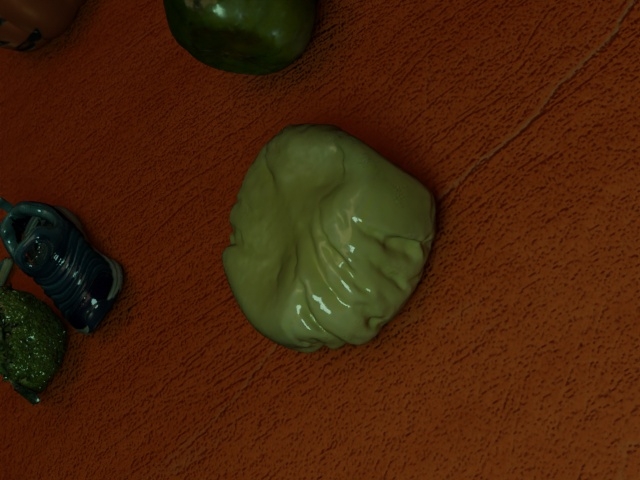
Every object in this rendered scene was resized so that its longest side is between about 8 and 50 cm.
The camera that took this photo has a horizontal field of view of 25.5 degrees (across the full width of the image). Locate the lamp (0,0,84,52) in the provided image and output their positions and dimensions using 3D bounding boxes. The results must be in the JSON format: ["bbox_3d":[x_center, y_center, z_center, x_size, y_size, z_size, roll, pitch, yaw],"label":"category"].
[{"bbox_3d":[-0.393,-0.339,1.800,0.187,0.164,0.187,-20,56,33],"label":"lamp"}]

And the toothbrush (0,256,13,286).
[{"bbox_3d":[-0.431,0.154,1.699,0.026,0.028,0.294,13,74,41],"label":"toothbrush"}]

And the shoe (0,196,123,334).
[{"bbox_3d":[-0.301,0.025,1.596,0.091,0.106,0.207,-52,53,10],"label":"shoe"}]

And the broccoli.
[{"bbox_3d":[-0.345,0.115,1.579,0.130,0.120,0.131,-142,43,-64],"label":"broccoli"}]

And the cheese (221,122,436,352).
[{"bbox_3d":[0.000,0.000,1.361,0.226,0.117,0.214,25,91,48],"label":"cheese"}]

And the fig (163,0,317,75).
[{"bbox_3d":[-0.086,-0.271,1.527,0.167,0.167,0.233,-37,28,20],"label":"fig"}]
